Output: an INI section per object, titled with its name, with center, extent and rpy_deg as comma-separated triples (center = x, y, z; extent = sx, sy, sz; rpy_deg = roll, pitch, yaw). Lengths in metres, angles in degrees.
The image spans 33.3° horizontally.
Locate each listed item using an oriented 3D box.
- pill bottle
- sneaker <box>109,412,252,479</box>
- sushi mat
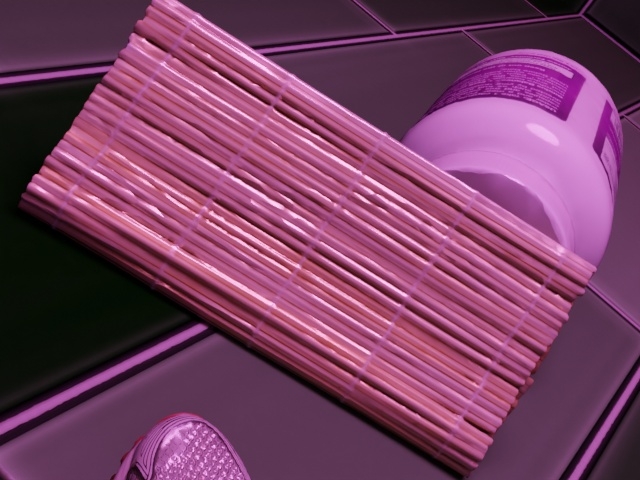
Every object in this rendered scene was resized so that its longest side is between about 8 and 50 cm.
[pill bottle]
center = 0.139, -0.038, 0.815
extent = 0.169, 0.169, 0.301
rpy_deg = 37, 27, 3
[sneaker]
center = -0.022, 0.153, 0.404
extent = 0.088, 0.093, 0.225
rpy_deg = 15, 33, -36
[sushi mat]
center = 0.000, 0.000, 0.630
extent = 0.316, 0.151, 0.019
rpy_deg = 32, -7, -7
